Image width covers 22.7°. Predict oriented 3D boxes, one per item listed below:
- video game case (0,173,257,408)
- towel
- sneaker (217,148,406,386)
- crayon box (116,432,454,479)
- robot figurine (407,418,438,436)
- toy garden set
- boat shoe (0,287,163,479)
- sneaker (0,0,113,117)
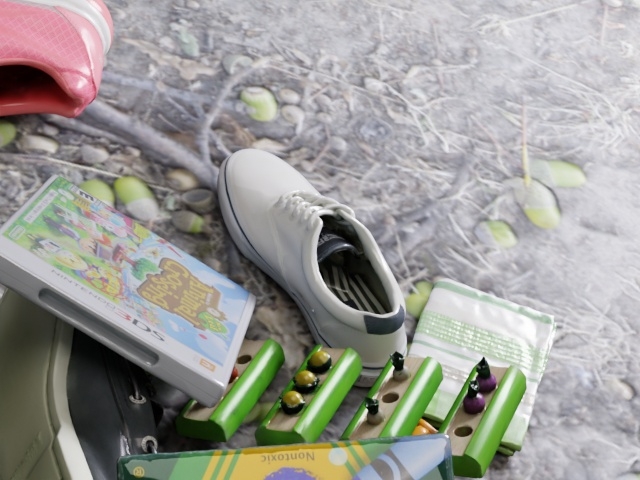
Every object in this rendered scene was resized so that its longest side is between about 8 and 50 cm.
[{"bbox_3d":[-0.143,0.031,1.183,0.193,0.023,0.212,32,15,-5],"label":"video game case"},{"bbox_3d":[0.128,0.104,1.323,0.113,0.023,0.152,19,47,6],"label":"towel"},{"bbox_3d":[0.000,0.000,1.331,0.094,0.091,0.258,-19,55,-30],"label":"sneaker"},{"bbox_3d":[-0.010,0.285,0.946,0.203,0.083,0.322,-4,73,-6],"label":"crayon box"},{"bbox_3d":[0.028,0.256,1.095,0.211,0.085,0.291,33,47,19],"label":"robot figurine"},{"bbox_3d":[0.000,0.133,1.147,0.244,0.049,0.204,4,33,25],"label":"toy garden set"},{"bbox_3d":[-0.164,0.134,1.142,0.113,0.127,0.340,24,22,-30],"label":"boat shoe"},{"bbox_3d":[-0.336,-0.174,1.387,0.314,0.116,0.136,5,47,-12],"label":"sneaker"}]
